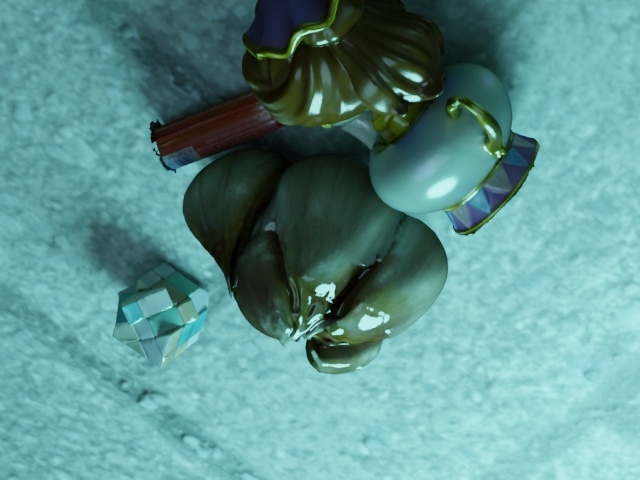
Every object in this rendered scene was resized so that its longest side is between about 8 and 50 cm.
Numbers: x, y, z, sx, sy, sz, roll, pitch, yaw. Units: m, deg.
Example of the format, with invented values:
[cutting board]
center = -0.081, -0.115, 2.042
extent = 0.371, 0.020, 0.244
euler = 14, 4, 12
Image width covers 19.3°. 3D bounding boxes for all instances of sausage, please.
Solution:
[sausage]
center = -0.077, -0.103, 1.607
extent = 0.145, 0.048, 0.050
euler = -19, 78, 27

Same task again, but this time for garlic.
[garlic]
center = 0.000, 0.000, 1.584
extent = 0.160, 0.191, 0.214
euler = -36, 99, 16

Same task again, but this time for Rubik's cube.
[Rubik's cube]
center = -0.148, 0.063, 1.722
extent = 0.084, 0.075, 0.073
euler = 24, 130, 1

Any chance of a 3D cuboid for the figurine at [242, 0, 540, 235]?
[figurine]
center = 0.048, -0.123, 1.490
extent = 0.263, 0.142, 0.189
euler = 40, 156, -16
